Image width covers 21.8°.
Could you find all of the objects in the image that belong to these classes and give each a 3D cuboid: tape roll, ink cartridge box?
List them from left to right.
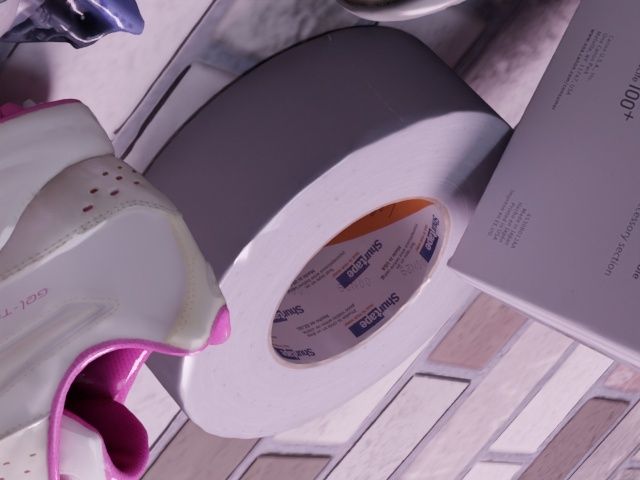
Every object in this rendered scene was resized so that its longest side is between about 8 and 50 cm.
[{"bbox_3d":[0.000,0.000,0.849,0.219,0.072,0.219,-31,150,-20],"label":"tape roll"},{"bbox_3d":[0.259,-0.056,0.802,0.309,0.272,0.130,-62,150,-1],"label":"ink cartridge box"}]

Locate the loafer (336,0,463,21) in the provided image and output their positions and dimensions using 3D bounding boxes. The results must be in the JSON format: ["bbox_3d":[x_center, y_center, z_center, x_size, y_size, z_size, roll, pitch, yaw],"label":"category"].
[{"bbox_3d":[0.079,-0.201,0.679,0.251,0.094,0.087,-52,127,-2],"label":"loafer"}]

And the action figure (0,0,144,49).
[{"bbox_3d":[-0.161,-0.049,0.490,0.330,0.178,0.341,-42,152,18],"label":"action figure"}]

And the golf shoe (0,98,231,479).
[{"bbox_3d":[-0.160,0.089,0.686,0.306,0.140,0.115,-51,174,17],"label":"golf shoe"}]
